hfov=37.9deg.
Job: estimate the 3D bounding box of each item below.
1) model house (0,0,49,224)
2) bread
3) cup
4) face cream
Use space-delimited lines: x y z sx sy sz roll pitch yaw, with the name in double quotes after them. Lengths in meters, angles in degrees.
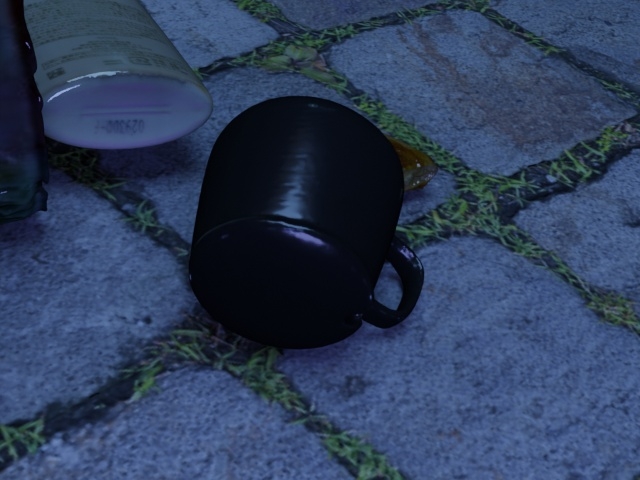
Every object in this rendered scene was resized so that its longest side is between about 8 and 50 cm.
-0.417 -0.178 0.703 0.339 0.360 0.297 -14 54 -22 "model house"
0.020 -0.085 0.944 0.154 0.054 0.136 -14 48 -36 "bread"
0.000 0.000 0.773 0.223 0.169 0.176 36 39 -21 "cup"
-0.246 -0.208 0.968 0.174 0.081 0.348 -6 36 -26 "face cream"
